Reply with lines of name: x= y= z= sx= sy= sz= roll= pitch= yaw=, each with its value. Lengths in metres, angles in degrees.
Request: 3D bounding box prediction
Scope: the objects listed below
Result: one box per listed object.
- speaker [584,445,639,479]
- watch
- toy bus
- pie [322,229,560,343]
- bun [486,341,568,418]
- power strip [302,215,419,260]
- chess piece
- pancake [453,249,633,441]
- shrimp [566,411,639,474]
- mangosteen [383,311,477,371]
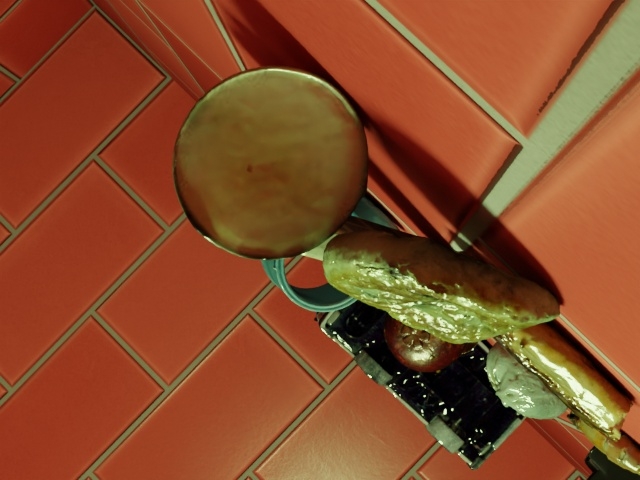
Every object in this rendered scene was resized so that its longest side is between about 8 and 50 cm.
speaker: x=0.468 y=0.486 z=1.505 sx=0.254 sy=0.232 sz=0.184 roll=43 pitch=177 yaw=21
watch: x=0.000 y=0.000 z=1.439 sx=0.211 sy=0.193 sz=0.211 roll=42 pitch=178 yaw=2
toy bus: x=0.198 y=0.218 z=1.895 sx=0.440 sy=0.209 sz=0.249 roll=43 pitch=-179 yaw=-13
pie: x=0.110 y=0.049 z=0.886 sx=0.240 sy=0.054 sz=0.240 roll=16 pitch=167 yaw=4
bun: x=0.298 y=0.212 z=1.397 sx=0.141 sy=0.083 sz=0.141 roll=45 pitch=-179 yaw=-1
power strip: x=0.060 y=0.008 z=1.145 sx=0.270 sy=0.046 sz=0.118 roll=16 pitch=-170 yaw=-30
chess piece: x=-0.058 y=-0.097 z=1.009 sx=0.182 sy=0.182 sz=0.330 roll=45 pitch=-176 yaw=-11
pancake: x=0.249 y=0.120 z=1.069 sx=0.266 sy=0.057 sz=0.244 roll=48 pitch=-174 yaw=27
shrimp: x=0.409 y=0.279 z=1.318 sx=0.099 sy=0.041 sz=0.180 roll=28 pitch=-173 yaw=-33
mangosteen: x=0.189 y=0.160 z=1.662 sx=0.156 sy=0.146 sz=0.181 roll=41 pitch=178 yaw=13
